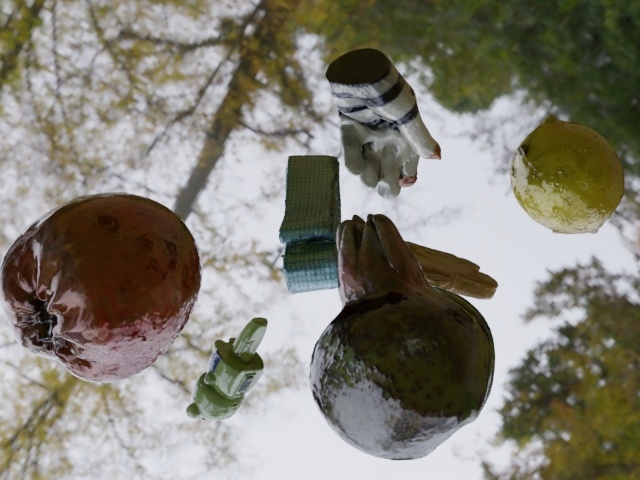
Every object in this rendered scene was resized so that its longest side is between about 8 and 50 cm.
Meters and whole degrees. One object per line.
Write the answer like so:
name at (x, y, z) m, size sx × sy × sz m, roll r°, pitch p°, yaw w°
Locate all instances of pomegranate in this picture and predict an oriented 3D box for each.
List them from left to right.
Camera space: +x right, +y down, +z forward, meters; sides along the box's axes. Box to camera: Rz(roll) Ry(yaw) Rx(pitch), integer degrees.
pomegranate at (0.059, 0.066, 0.813) m, size 0.125 × 0.163 × 0.138 m, roll 11°, pitch -169°, yaw 29°

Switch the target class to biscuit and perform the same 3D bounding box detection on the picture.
biscuit at (0.147, 0.034, 2.214) m, size 0.355 × 0.052 × 0.275 m, roll 14°, pitch -169°, yaw -11°

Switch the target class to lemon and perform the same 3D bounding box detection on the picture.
lemon at (0.389, -0.094, 1.882) m, size 0.206 × 0.173 × 0.173 m, roll 52°, pitch -168°, yaw -28°

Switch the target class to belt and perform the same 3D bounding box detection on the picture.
belt at (-0.005, 0.000, 0.943) m, size 0.065 × 0.100 × 0.179 m, roll -4°, pitch -155°, yaw 5°

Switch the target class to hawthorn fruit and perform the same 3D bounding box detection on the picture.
hawthorn fruit at (-0.300, 0.056, 1.642) m, size 0.284 × 0.284 × 0.284 m, roll 28°, pitch -158°, yaw -13°

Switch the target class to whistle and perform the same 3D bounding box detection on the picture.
whistle at (-0.150, 0.217, 1.999) m, size 0.105 × 0.227 × 0.085 m, roll -3°, pitch -141°, yaw -48°

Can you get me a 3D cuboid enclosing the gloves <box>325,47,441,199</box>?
gloves at (0.092, -0.172, 1.776) m, size 0.218 × 0.140 × 0.131 m, roll 60°, pitch -165°, yaw -45°
